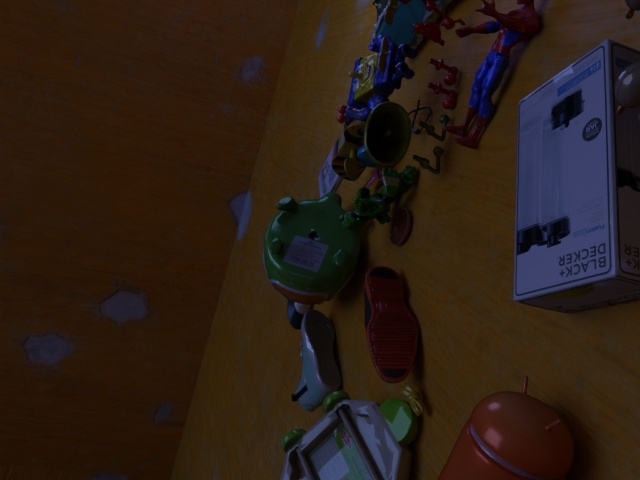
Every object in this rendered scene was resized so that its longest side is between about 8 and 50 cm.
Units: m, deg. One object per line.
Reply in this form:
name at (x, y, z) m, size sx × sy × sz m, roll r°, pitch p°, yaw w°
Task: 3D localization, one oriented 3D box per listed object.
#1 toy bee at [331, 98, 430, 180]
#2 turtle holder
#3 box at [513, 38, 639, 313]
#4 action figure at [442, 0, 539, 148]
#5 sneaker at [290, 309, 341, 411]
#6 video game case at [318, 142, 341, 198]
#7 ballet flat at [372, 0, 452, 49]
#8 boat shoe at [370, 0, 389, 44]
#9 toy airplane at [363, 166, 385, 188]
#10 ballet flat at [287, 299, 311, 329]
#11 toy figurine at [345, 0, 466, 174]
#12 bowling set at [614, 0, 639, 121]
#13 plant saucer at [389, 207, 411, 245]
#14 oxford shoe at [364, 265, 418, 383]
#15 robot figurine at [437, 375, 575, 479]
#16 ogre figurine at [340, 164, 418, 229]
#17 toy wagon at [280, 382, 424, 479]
toy bee at (0.092, -0.256, 1.374) m, size 0.298 × 0.162 × 0.195 m, roll -53°, pitch 27°, yaw 35°
turtle holder at (-0.029, 0.015, 1.495) m, size 0.227 × 0.244 × 0.320 m, roll 98°, pitch 163°, yaw -50°
box at (0.324, -0.069, 0.715) m, size 0.169 × 0.087 × 0.289 m, roll 146°, pitch 134°, yaw -65°
action figure at (0.266, -0.308, 0.998) m, size 0.091 × 0.139 × 0.280 m, roll -107°, pitch 37°, yaw -55°
sneaker at (-0.028, 0.305, 1.500) m, size 0.151 × 0.094 × 0.255 m, roll -56°, pitch 29°, yaw 35°
video game case at (0.030, -0.202, 1.822) m, size 0.157 × 0.019 × 0.143 m, roll -94°, pitch 25°, yaw -44°
ballet flat at (0.237, -0.567, 1.287) m, size 0.409 × 0.147 × 0.146 m, roll 140°, pitch 140°, yaw -62°
boat shoe at (0.187, -0.648, 1.543) m, size 0.109 × 0.091 × 0.304 m, roll -110°, pitch 37°, yaw -60°
toy airplane at (0.146, -0.184, 1.438) m, size 0.151 × 0.028 × 0.151 m, roll -48°, pitch 32°, yaw 44°
ballet flat at (-0.057, 0.162, 1.750) m, size 0.074 × 0.074 × 0.203 m, roll 128°, pitch 152°, yaw -53°
toy figurine at (0.141, -0.302, 1.224) m, size 0.217 × 0.191 × 0.362 m, roll -6°, pitch 74°, yaw 62°
bowling set at (0.379, -0.271, 0.583) m, size 0.199 × 0.154 × 0.287 m, roll -97°, pitch 27°, yaw -47°
plant saucer at (0.174, -0.029, 1.268) m, size 0.083 × 0.013 × 0.083 m, roll -167°, pitch 90°, yaw -72°
oxford shoe at (0.132, 0.176, 1.154) m, size 0.271 × 0.097 × 0.098 m, roll -88°, pitch 2°, yaw -48°
robot figurine at (0.222, 0.278, 0.713) m, size 0.128 × 0.158 × 0.219 m, roll 30°, pitch 111°, yaw 29°
ogre figurine at (0.120, -0.081, 1.281) m, size 0.197 × 0.097 × 0.118 m, roll -59°, pitch -2°, yaw -16°
toy wagon at (0.067, 0.400, 1.066) m, size 0.344 × 0.068 × 0.267 m, roll -45°, pitch 40°, yaw 10°
